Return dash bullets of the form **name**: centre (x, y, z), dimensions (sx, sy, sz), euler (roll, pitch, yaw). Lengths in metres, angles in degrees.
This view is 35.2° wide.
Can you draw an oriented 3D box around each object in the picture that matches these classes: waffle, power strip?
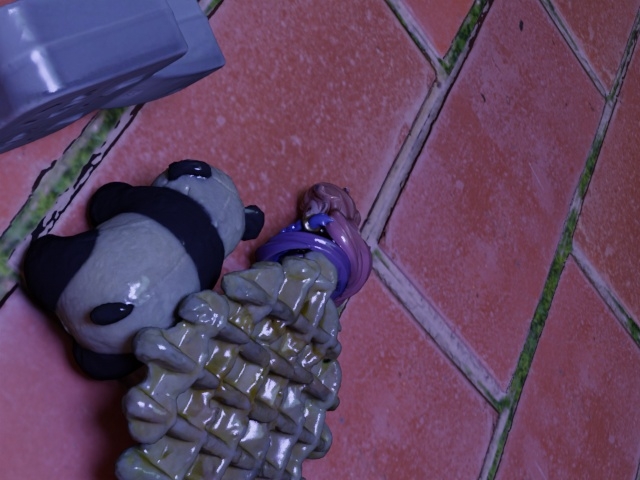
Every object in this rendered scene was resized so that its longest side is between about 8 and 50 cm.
- **waffle**: centre (-0.070, 0.160, 0.938), dimensions (0.309, 0.056, 0.291), euler (-27, 125, -51)
- **power strip**: centre (-0.212, -0.165, 0.832), dimensions (0.261, 0.229, 0.141), euler (-32, 101, -45)

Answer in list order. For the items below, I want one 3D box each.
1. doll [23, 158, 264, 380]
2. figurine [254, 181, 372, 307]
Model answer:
- **doll**: centre (-0.154, 0.018, 0.914), dimensions (0.143, 0.135, 0.234), euler (59, 42, -18)
- **figurine**: centre (0.008, 0.004, 1.097), dimensions (0.157, 0.114, 0.126), euler (-51, 150, -46)
